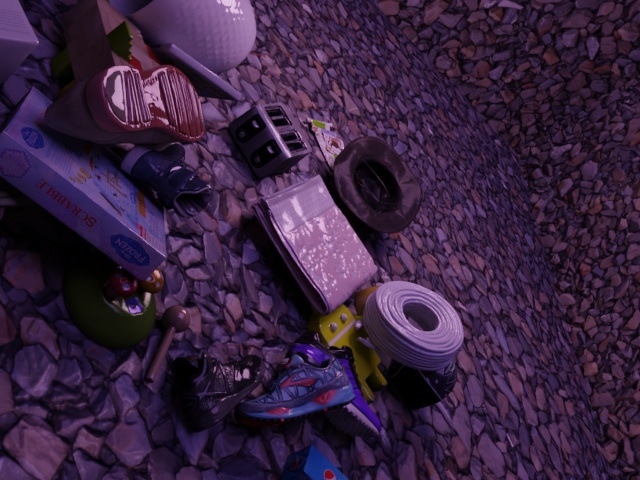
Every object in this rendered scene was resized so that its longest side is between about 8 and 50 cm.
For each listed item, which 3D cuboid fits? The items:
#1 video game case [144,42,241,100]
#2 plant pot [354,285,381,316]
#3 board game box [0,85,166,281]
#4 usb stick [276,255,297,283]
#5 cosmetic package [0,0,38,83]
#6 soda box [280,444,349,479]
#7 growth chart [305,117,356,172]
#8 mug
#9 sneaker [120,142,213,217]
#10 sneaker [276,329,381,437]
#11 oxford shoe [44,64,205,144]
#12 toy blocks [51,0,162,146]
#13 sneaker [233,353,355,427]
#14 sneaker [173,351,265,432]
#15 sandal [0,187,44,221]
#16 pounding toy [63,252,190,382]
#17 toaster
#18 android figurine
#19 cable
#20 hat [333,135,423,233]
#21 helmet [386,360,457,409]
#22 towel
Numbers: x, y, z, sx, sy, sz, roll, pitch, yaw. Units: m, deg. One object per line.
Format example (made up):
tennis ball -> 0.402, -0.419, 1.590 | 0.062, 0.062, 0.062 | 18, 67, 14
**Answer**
video game case -> -0.315, -0.396, 1.745 | 0.212, 0.193, 0.023 | 31, 82, -40
plant pot -> 0.171, 0.174, 1.985 | 0.134, 0.095, 0.134 | 37, 35, -32
board game box -> -0.411, -0.107, 1.293 | 0.318, 0.066, 0.318 | 42, 9, -25
usb stick -> -0.052, 0.006, 1.864 | 0.077, 0.045, 0.278 | 46, 31, -18
cosmetic package -> -0.648, -0.402, 1.265 | 0.224, 0.138, 0.224 | -10, 69, -59
soda box -> 0.020, 0.504, 1.465 | 0.210, 0.067, 0.071 | 48, 30, -17
growth chart -> 0.047, -0.277, 2.315 | 0.172, 0.021, 0.237 | -12, 73, -60
mug -> -0.344, -0.586, 1.814 | 0.374, 0.276, 0.328 | 41, 4, 38
sneaker -> -0.276, -0.121, 1.455 | 0.163, 0.086, 0.226 | 35, 17, 2
sneaker -> 0.047, 0.306, 1.619 | 0.293, 0.102, 0.146 | 46, 52, -20
oxford shoe -> -0.336, -0.239, 1.342 | 0.397, 0.146, 0.140 | -9, 88, -72
toy blocks -> -0.396, -0.334, 1.565 | 0.261, 0.191, 0.381 | 36, 26, -55
sneaker -> -0.061, 0.292, 1.460 | 0.262, 0.104, 0.125 | -6, 73, -35
sneaker -> -0.189, 0.245, 1.382 | 0.130, 0.087, 0.227 | 62, 34, -5
sandal -> -0.530, -0.024, 1.110 | 0.303, 0.120, 0.086 | -14, 88, -60
pounding toy -> -0.320, 0.103, 1.299 | 0.237, 0.110, 0.183 | 46, 31, -19
toaster -> -0.126, -0.263, 1.947 | 0.168, 0.110, 0.186 | 60, 29, 3
android figurine -> 0.062, 0.257, 1.785 | 0.273, 0.056, 0.248 | 60, 29, 1
cable -> 0.230, 0.204, 1.832 | 0.257, 0.089, 0.257 | 29, 35, 3
hat -> 0.144, -0.142, 2.215 | 0.331, 0.134, 0.331 | 17, 56, -27
helmet -> 0.271, 0.341, 1.905 | 0.169, 0.161, 0.169 | 37, 35, -32
towel -> 0.000, 0.000, 1.849 | 0.317, 0.053, 0.332 | 58, 30, 0
